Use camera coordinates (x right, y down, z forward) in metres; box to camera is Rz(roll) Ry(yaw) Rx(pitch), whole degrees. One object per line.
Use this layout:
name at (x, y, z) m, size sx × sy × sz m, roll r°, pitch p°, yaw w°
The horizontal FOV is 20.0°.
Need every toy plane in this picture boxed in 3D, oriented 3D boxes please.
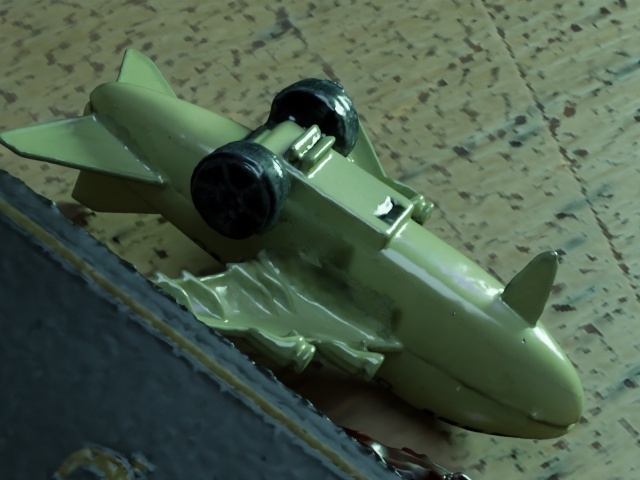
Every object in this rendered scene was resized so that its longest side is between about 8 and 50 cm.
toy plane at (0.000, 0.000, 0.721) m, size 0.244 × 0.092 × 0.229 m, roll 27°, pitch 32°, yaw 10°

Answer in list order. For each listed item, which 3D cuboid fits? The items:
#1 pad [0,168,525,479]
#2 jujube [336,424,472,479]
pad at (-0.045, 0.117, 0.529) m, size 0.375 × 0.063 × 0.315 m, roll 36°, pitch 71°, yaw 14°
jujube at (0.003, 0.113, 0.619) m, size 0.166 × 0.104 × 0.104 m, roll 21°, pitch 44°, yaw 17°
